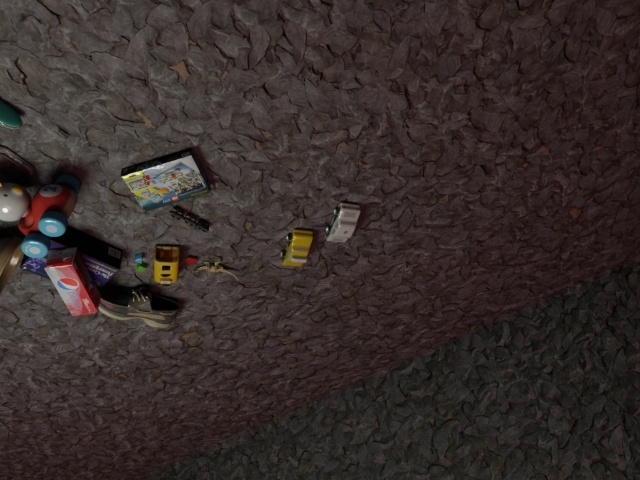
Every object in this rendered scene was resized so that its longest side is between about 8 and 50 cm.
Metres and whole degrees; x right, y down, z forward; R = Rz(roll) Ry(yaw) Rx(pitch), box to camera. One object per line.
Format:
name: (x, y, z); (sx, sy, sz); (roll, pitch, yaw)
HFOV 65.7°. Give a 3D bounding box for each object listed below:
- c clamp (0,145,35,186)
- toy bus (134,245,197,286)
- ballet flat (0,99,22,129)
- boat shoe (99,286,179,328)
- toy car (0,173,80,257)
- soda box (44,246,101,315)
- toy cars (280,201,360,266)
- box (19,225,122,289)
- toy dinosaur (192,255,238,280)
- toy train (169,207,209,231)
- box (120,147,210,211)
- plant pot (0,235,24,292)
c clamp: (-0.935, -0.206, 1.451); (0.137, 0.022, 0.160); (-48, 133, 4)
toy bus: (-0.573, 0.112, 1.841); (0.190, 0.105, 0.202); (-30, 135, 17)
ballet flat: (-0.889, -0.355, 1.305); (0.070, 0.070, 0.188); (-33, 132, 19)
boat shoe: (-0.711, 0.236, 1.937); (0.130, 0.132, 0.355); (-45, 139, 16)
toy car: (-0.866, -0.112, 1.445); (0.210, 0.219, 0.237); (-40, 129, 25)
soda box: (-0.831, 0.143, 1.672); (0.092, 0.084, 0.263); (-7, 136, -7)
toy cars: (0.000, 0.000, 1.890); (0.393, 0.087, 0.176); (-29, 136, 15)
box: (-0.858, 0.065, 1.720); (0.184, 0.103, 0.261); (-35, 134, 25)
toy dinosaur: (-0.404, 0.107, 1.934); (0.183, 0.053, 0.093); (10, 148, -14)
toy train: (-0.454, -0.075, 1.726); (0.027, 0.036, 0.158); (-20, 144, 40)
box: (-0.491, -0.191, 1.587); (0.232, 0.044, 0.159); (-16, 137, 2)
plant pot: (-1.059, 0.081, 1.592); (0.109, 0.238, 0.237); (25, 125, -21)
